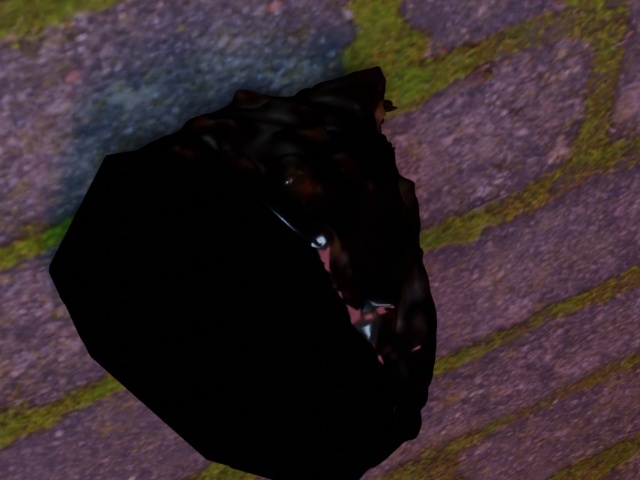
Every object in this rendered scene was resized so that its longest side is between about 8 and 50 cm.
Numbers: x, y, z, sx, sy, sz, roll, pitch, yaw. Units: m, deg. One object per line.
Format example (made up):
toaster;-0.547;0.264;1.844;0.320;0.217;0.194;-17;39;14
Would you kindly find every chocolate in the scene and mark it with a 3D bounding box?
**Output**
chocolate;0.000;0.000;0.853;0.177;0.206;0.224;-47;177;-36
